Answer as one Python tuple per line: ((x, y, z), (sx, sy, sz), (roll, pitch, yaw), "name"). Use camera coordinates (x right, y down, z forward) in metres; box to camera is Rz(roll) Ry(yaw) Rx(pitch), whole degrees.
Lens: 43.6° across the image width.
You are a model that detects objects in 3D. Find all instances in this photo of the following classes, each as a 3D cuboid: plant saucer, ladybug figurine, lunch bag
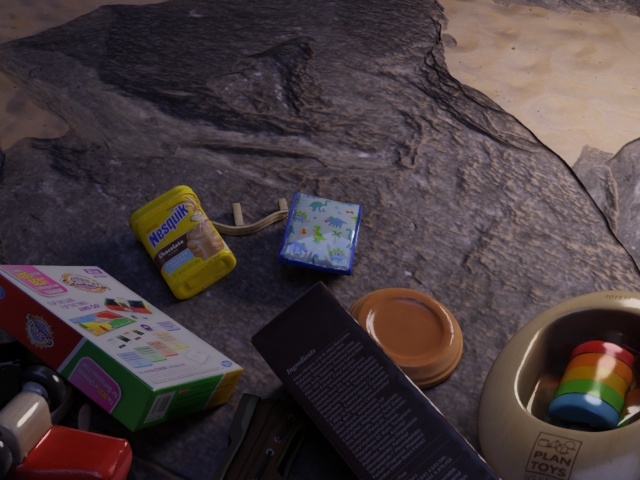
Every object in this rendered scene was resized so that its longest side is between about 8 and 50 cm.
((0.136, 0.151, 1.303), (0.199, 0.037, 0.200), (3, 47, -3), "plant saucer")
((0.388, 0.245, 1.128), (0.305, 0.162, 0.449), (7, 36, 36), "ladybug figurine")
((0.000, 0.000, 1.387), (0.128, 0.096, 0.151), (10, 37, 2), "lunch bag")

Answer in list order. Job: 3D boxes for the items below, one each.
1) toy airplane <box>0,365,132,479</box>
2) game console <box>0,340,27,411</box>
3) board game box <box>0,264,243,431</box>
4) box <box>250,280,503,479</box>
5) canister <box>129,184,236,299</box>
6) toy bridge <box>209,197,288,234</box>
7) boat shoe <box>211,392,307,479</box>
((-0.421, 0.331, 0.945), (0.386, 0.273, 0.384), (-34, 20, -23), "toy airplane")
((-0.496, 0.207, 1.188), (0.122, 0.071, 0.107), (-9, 79, -15), "game console")
((-0.298, 0.139, 1.146), (0.316, 0.064, 0.242), (31, 9, 21), "board game box")
((0.084, 0.254, 1.075), (0.143, 0.191, 0.381), (-41, 60, -8), "box")
((-0.233, 0.003, 1.356), (0.126, 0.073, 0.170), (-33, 59, -9), "canister")
((-0.150, -0.039, 1.451), (0.188, 0.026, 0.063), (-6, 49, -11), "toy bridge")
((-0.088, 0.335, 1.051), (0.104, 0.111, 0.307), (11, 47, 5), "boat shoe")
